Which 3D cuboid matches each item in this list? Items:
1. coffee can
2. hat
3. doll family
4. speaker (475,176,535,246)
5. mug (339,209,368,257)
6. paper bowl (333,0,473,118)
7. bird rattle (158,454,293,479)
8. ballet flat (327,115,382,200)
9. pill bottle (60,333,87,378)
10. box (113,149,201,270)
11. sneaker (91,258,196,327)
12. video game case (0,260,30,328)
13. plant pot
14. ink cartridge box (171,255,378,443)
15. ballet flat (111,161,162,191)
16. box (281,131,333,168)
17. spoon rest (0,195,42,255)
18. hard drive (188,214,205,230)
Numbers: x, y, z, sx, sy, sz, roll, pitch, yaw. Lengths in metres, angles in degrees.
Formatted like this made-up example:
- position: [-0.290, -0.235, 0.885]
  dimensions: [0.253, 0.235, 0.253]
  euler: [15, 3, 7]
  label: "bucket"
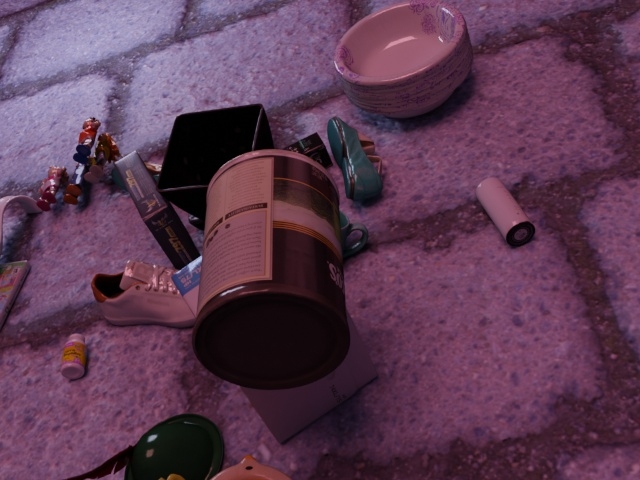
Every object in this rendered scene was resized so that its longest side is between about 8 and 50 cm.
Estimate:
- position: [-0.067, 0.036, 1.180]
  dimensions: [0.202, 0.201, 0.275]
  euler: [-15, 44, 12]
  label: "coffee can"
- position: [-0.265, 0.310, 1.308]
  dimensions: [0.173, 0.183, 0.208]
  euler: [-12, 44, 14]
  label: "hat"
- position: [-0.546, -0.168, 1.977]
  dimensions: [0.263, 0.118, 0.163]
  euler: [-43, 28, 27]
  label: "doll family"
- position: [0.320, -0.052, 1.488]
  dimensions: [0.055, 0.055, 0.136]
  euler: [-24, 42, 1]
  label: "speaker"
- position: [-0.008, 0.001, 1.548]
  dimensions: [0.158, 0.097, 0.129]
  euler: [21, 26, 20]
  label: "mug"
- position: [0.181, -0.369, 1.804]
  dimensions: [0.284, 0.148, 0.284]
  euler: [-13, 44, 13]
  label: "paper bowl"
- position: [-0.109, 0.399, 1.196]
  dimensions: [0.254, 0.143, 0.207]
  euler: [22, 43, 36]
  label: "bird rattle"
- position: [0.075, -0.164, 1.714]
  dimensions: [0.087, 0.083, 0.247]
  euler: [-3, 41, -11]
  label: "ballet flat"
- position: [-0.461, 0.216, 1.601]
  dimensions: [0.043, 0.043, 0.083]
  euler: [-18, 42, 9]
  label: "pill bottle"
- position: [-0.320, -0.051, 1.698]
  dimensions: [0.059, 0.183, 0.232]
  euler: [-31, 43, -7]
  label: "box"
- position: [-0.298, 0.092, 1.592]
  dimensions: [0.290, 0.123, 0.105]
  euler: [-9, 43, 16]
  label: "sneaker"
- position: [-0.749, 0.131, 1.840]
  dimensions: [0.213, 0.023, 0.193]
  euler: [-7, 45, 19]
  label: "video game case"
- position: [-0.179, -0.129, 1.644]
  dimensions: [0.188, 0.167, 0.188]
  euler: [-5, 55, 20]
  label: "plant pot"
- position: [-0.075, 0.138, 1.380]
  dimensions: [0.197, 0.198, 0.270]
  euler: [-33, 42, -9]
  label: "ink cartridge box"
- position: [-0.363, -0.136, 1.902]
  dimensions: [0.232, 0.080, 0.073]
  euler: [12, 26, 31]
  label: "ballet flat"
- position: [-0.027, -0.173, 1.770]
  dimensions: [0.083, 0.062, 0.052]
  euler: [-27, 43, -1]
  label: "box"
- position: [-0.736, -0.013, 1.910]
  dimensions: [0.137, 0.084, 0.276]
  euler: [-2, 39, 27]
  label: "spoon rest"
- position: [-0.186, -0.130, 1.809]
  dimensions: [0.172, 0.054, 0.254]
  euler: [-13, 45, 14]
  label: "hard drive"
